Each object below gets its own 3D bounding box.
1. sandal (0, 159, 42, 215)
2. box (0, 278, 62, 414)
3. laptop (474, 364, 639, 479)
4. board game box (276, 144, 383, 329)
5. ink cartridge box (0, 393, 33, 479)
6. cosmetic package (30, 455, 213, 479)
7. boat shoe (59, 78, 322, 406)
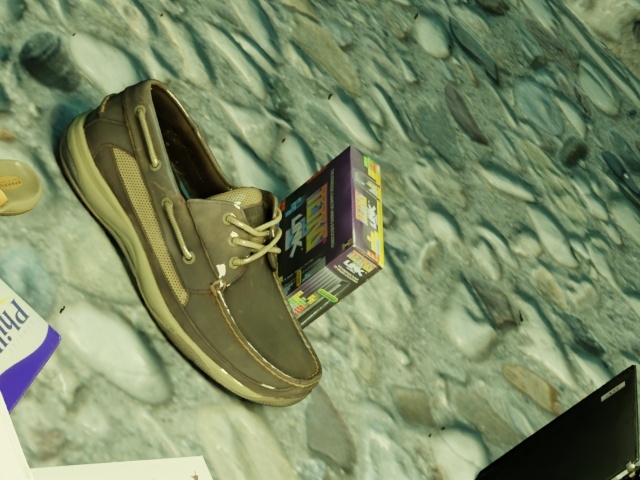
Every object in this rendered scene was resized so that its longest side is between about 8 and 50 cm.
[{"bbox_3d":[-0.299,-0.047,1.433,0.072,0.049,0.180,54,29,7],"label":"sandal"},{"bbox_3d":[-0.290,0.079,1.273,0.137,0.072,0.126,45,29,-11],"label":"box"},{"bbox_3d":[0.277,0.303,1.644,0.136,0.234,0.264,-6,60,-56],"label":"laptop"},{"bbox_3d":[0.000,0.000,1.707,0.048,0.141,0.170,35,31,-26],"label":"board game box"},{"bbox_3d":[-0.332,0.114,0.959,0.273,0.115,0.198,-1,58,-46],"label":"ink cartridge box"},{"bbox_3d":[-0.178,0.303,1.147,0.377,0.097,0.284,4,50,-53],"label":"cosmetic package"},{"bbox_3d":[-0.109,-0.001,1.564,0.355,0.130,0.132,52,29,4],"label":"boat shoe"}]
